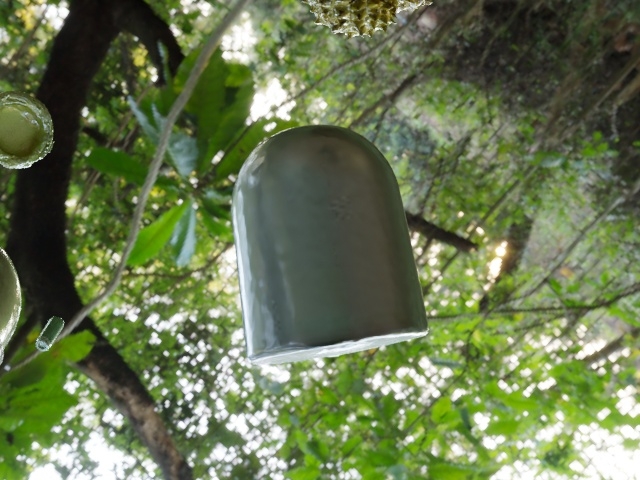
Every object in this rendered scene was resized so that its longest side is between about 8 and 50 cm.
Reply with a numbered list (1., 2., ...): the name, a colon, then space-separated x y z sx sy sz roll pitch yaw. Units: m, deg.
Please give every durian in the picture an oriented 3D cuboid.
1. durian: 0.042 -0.495 1.427 0.305 0.195 0.185 49 -138 -1

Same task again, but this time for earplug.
1. earplug: 0.000 0.000 1.315 0.312 0.312 0.394 8 -111 -60

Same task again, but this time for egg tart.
1. egg tart: -0.753 -0.277 1.859 0.078 0.197 0.197 16 180 36

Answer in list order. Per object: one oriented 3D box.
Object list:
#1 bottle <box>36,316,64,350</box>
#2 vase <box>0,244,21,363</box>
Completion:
1. bottle: -0.527 0.182 1.472 0.030 0.030 0.083 36 -158 -14
2. vase: -0.518 0.055 1.006 0.329 0.302 0.241 29 -135 33
